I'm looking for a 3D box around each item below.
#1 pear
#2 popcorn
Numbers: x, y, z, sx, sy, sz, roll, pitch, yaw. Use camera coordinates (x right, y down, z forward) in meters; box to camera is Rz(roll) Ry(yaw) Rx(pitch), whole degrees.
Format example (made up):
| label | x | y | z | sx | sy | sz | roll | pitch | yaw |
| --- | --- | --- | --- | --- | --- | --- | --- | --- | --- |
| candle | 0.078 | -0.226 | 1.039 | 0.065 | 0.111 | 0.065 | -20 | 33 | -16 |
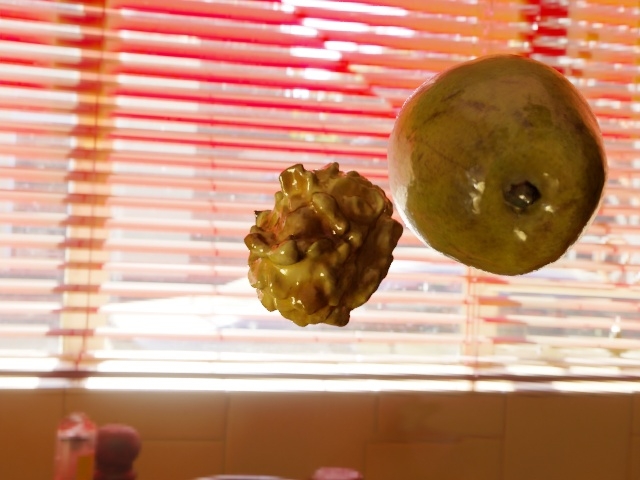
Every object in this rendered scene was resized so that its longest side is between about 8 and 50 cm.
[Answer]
| label | x | y | z | sx | sy | sz | roll | pitch | yaw |
| --- | --- | --- | --- | --- | --- | --- | --- | --- | --- |
| pear | 0.200 | -0.081 | 0.977 | 0.252 | 0.253 | 0.307 | 2 | 20 | 0 |
| popcorn | 0.000 | 0.000 | 0.427 | 0.082 | 0.083 | 0.057 | -31 | 33 | -22 |
